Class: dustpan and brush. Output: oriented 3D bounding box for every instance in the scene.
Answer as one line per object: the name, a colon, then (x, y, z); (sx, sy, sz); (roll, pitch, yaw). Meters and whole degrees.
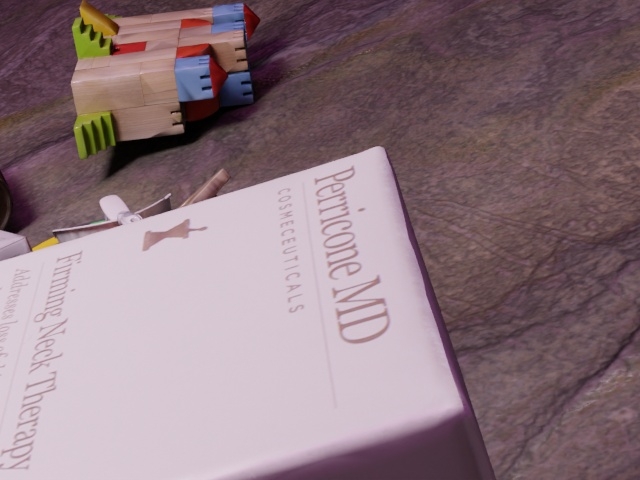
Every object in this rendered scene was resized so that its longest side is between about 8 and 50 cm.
dustpan and brush: (-0.226, -0.022, 1.541); (0.147, 0.060, 0.211); (-18, 22, -15)

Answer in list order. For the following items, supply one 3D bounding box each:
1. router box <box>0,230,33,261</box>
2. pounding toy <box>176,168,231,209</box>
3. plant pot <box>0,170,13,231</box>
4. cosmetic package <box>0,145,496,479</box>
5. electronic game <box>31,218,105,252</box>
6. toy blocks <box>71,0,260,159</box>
router box: (-0.513, 0.080, 1.472); (0.335, 0.082, 0.301); (-28, 23, -31)
pounding toy: (-0.130, 0.050, 1.430); (0.154, 0.155, 0.269); (-40, 7, 24)
plant pot: (-0.524, -0.076, 1.823); (0.215, 0.215, 0.230); (-35, 44, -29)
cosmetic package: (-0.086, 0.194, 0.827); (0.393, 0.327, 0.329); (-17, 26, 3)
electronic game: (-0.289, 0.036, 1.587); (0.229, 0.048, 0.229); (-16, 26, 8)
toy blocks: (-0.214, -0.252, 1.985); (0.260, 0.191, 0.381); (-7, 26, 1)
